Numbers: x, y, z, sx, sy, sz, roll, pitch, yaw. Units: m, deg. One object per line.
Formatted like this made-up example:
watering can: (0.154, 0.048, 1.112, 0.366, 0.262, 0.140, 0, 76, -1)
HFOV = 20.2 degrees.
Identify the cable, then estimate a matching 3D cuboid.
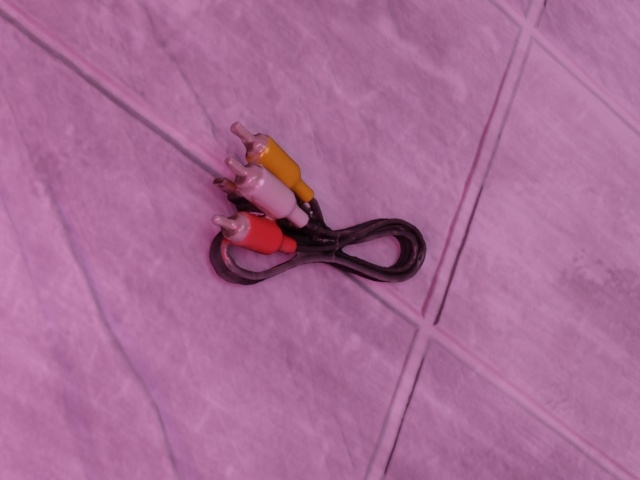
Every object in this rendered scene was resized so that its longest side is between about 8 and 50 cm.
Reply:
cable: (0.000, 0.000, 1.744, 0.287, 0.072, 0.139, 25, 70, -34)
